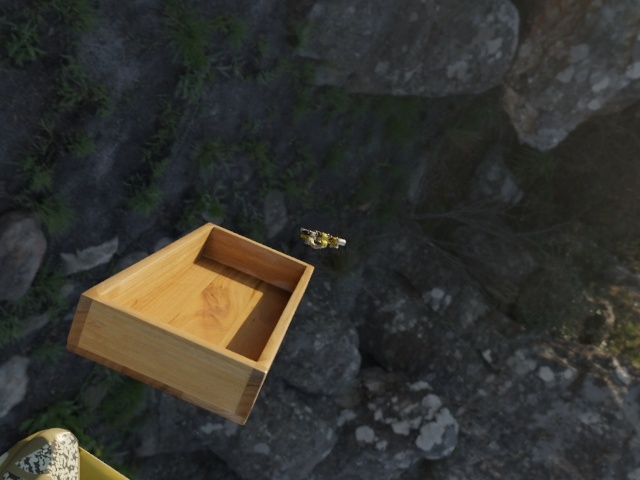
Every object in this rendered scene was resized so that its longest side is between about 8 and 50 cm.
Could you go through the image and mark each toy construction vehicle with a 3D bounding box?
[{"bbox_3d":[0.000,0.000,1.180,0.086,0.098,0.035,12,97,-45],"label":"toy construction vehicle"}]

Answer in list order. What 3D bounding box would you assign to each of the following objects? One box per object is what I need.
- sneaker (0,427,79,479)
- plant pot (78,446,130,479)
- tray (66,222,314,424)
[{"bbox_3d":[-0.324,0.382,0.629,0.182,0.410,0.158,-24,119,3],"label":"sneaker"},{"bbox_3d":[-0.379,0.485,0.878,0.187,0.212,0.212,-57,-171,-32],"label":"plant pot"},{"bbox_3d":[-0.138,0.081,0.737,0.411,0.203,0.076,-62,175,-77],"label":"tray"}]
